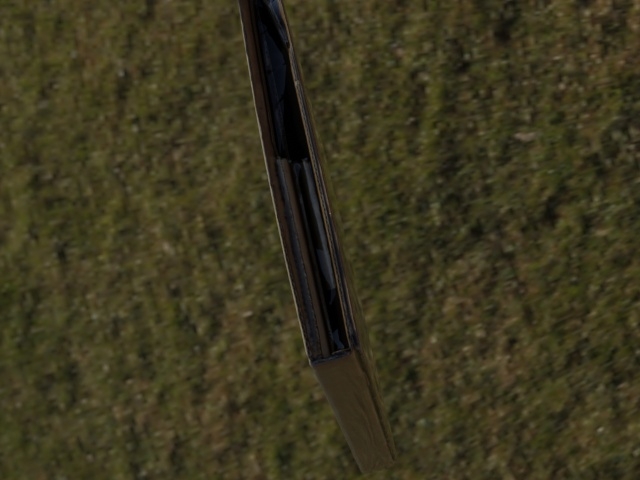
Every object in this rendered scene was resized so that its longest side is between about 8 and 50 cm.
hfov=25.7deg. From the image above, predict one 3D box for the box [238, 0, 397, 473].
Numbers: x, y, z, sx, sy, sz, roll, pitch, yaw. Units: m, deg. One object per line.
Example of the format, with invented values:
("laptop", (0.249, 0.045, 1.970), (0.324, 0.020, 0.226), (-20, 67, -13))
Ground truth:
("box", (0.000, 0.000, 0.595), (0.021, 0.201, 0.164), (-14, 69, 2))
